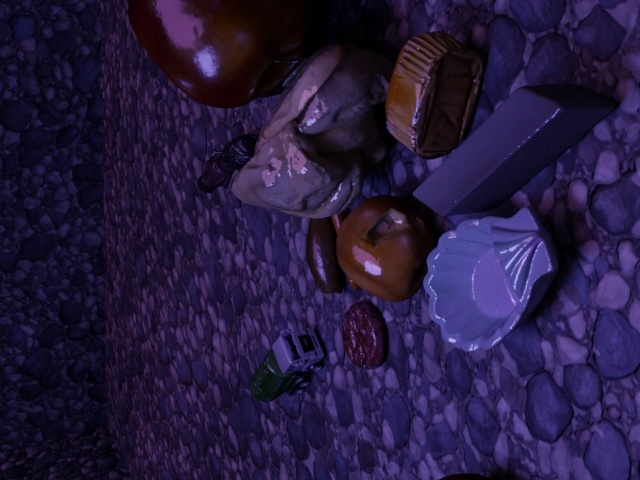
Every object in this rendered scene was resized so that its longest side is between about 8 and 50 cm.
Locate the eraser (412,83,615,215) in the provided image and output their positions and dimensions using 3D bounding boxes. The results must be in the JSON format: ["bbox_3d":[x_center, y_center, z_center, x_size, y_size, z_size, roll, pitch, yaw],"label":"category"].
[{"bbox_3d":[0.273,-0.129,1.170,0.352,0.111,0.077,-47,55,54],"label":"eraser"}]

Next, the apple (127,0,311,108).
[{"bbox_3d":[-0.176,-0.390,1.421,0.316,0.288,0.288,38,142,-1],"label":"apple"}]

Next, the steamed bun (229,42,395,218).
[{"bbox_3d":[0.005,-0.189,1.484,0.372,0.230,0.325,-56,11,9],"label":"steamed bun"}]

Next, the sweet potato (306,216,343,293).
[{"bbox_3d":[0.000,0.000,1.721,0.077,0.077,0.244,-10,90,61],"label":"sweet potato"}]

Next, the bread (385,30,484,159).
[{"bbox_3d":[0.181,-0.239,1.282,0.114,0.132,0.191,48,133,43],"label":"bread"}]

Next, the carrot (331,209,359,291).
[{"bbox_3d":[0.055,0.016,1.667,0.037,0.037,0.190,-17,84,60],"label":"carrot"}]

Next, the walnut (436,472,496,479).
[{"bbox_3d":[0.240,0.527,1.305,0.269,0.221,0.244,94,160,-50],"label":"walnut"}]

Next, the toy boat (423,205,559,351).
[{"bbox_3d":[0.275,0.057,1.227,0.290,0.100,0.200,-48,57,55],"label":"toy boat"}]

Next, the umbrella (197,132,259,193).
[{"bbox_3d":[-0.246,-0.197,2.085,0.326,0.094,0.090,-31,43,58],"label":"umbrella"}]

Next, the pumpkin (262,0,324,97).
[{"bbox_3d":[-0.143,-0.456,1.682,0.315,0.238,0.315,38,140,41],"label":"pumpkin"}]

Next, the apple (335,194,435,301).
[{"bbox_3d":[0.120,0.019,1.425,0.199,0.199,0.199,23,117,57],"label":"apple"}]

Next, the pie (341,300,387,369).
[{"bbox_3d":[0.090,0.202,1.654,0.154,0.036,0.155,26,120,57],"label":"pie"}]

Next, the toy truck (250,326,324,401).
[{"bbox_3d":[-0.086,0.305,1.903,0.101,0.124,0.242,66,146,27],"label":"toy truck"}]
